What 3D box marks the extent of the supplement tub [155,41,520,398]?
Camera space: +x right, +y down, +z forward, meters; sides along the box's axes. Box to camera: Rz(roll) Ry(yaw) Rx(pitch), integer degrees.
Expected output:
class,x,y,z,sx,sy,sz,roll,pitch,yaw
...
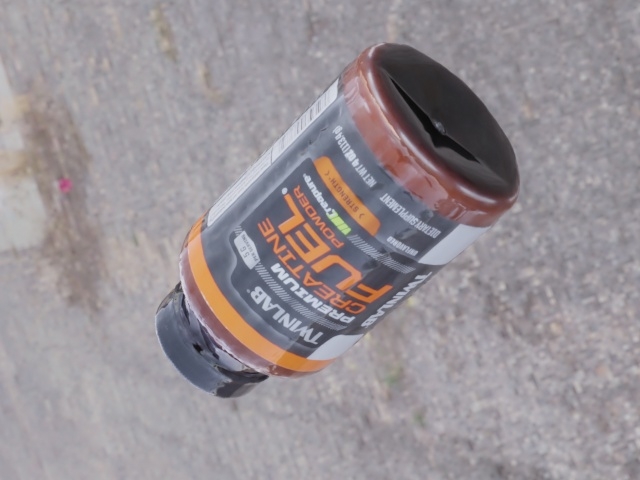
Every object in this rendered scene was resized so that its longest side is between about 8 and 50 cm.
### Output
class,x,y,z,sx,sy,sz,roll,pitch,yaw
supplement tub,0.000,0.000,0.674,0.198,0.106,0.106,-44,58,30
